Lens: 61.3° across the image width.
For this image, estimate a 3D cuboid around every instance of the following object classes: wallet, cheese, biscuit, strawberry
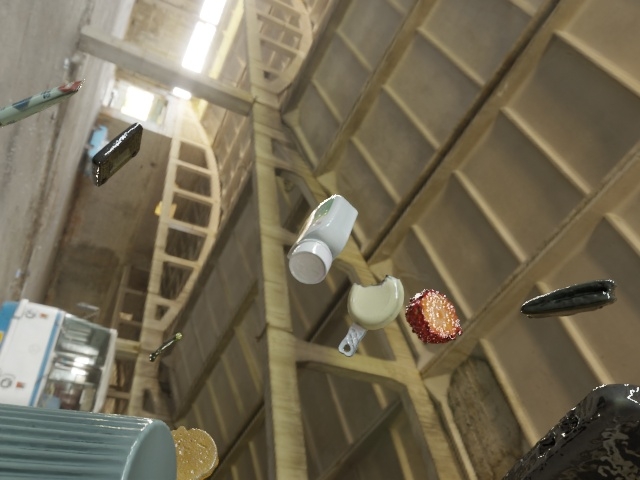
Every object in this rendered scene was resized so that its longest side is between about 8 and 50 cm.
[{"bbox_3d":[0.492,0.124,1.058,0.169,0.245,0.052,-19,-107,25],"label":"wallet"},{"bbox_3d":[0.149,0.222,1.565,0.164,0.071,0.248,5,-110,21],"label":"cheese"},{"bbox_3d":[-0.365,0.587,1.459,0.170,0.170,0.050,-97,-171,-45],"label":"biscuit"},{"bbox_3d":[0.272,0.192,1.320,0.086,0.145,0.145,-43,-144,34],"label":"strawberry"}]

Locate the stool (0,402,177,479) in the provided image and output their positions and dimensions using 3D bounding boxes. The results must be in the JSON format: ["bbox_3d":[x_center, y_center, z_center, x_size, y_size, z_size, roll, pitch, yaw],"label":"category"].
[{"bbox_3d":[-0.442,0.428,0.915,0.297,0.330,0.297,0,90,-85],"label":"stool"}]

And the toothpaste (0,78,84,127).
[{"bbox_3d":[-0.642,-0.311,1.225,0.239,0.039,0.062,-19,-144,9],"label":"toothpaste"}]

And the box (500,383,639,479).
[{"bbox_3d":[0.474,0.367,0.763,0.091,0.359,0.350,-65,177,-52],"label":"box"}]

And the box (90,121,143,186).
[{"bbox_3d":[-0.404,-0.171,1.076,0.126,0.027,0.125,-51,-173,-27],"label":"box"}]

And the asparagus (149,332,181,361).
[{"bbox_3d":[-0.285,0.194,0.974,0.163,0.016,0.016,-38,-102,46],"label":"asparagus"}]

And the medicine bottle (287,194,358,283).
[{"bbox_3d":[0.000,0.000,0.943,0.119,0.069,0.183,-38,-165,30],"label":"medicine bottle"}]
